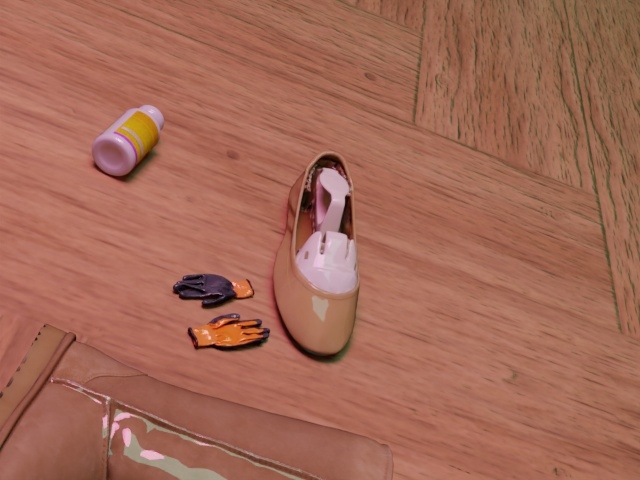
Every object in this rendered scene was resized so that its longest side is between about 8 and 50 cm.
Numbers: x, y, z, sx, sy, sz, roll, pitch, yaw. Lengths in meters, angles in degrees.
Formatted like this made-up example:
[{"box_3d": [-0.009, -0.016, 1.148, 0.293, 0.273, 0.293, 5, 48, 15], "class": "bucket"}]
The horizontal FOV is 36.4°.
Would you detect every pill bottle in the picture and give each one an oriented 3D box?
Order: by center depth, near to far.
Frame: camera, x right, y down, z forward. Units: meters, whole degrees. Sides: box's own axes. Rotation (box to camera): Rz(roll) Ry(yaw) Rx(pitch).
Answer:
[{"box_3d": [-0.181, -0.099, 0.930, 0.043, 0.043, 0.083, 27, 38, 2], "class": "pill bottle"}]

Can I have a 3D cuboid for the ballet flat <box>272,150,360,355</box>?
[{"box_3d": [0.000, 0.000, 0.893, 0.080, 0.073, 0.232, 13, 40, -15], "class": "ballet flat"}]

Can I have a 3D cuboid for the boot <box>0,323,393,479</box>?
[{"box_3d": [-0.090, 0.174, 0.629, 0.270, 0.089, 0.236, 23, 38, -6], "class": "boot"}]

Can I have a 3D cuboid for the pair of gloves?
[{"box_3d": [-0.084, 0.058, 0.828, 0.074, 0.010, 0.083, 0, 44, -29], "class": "pair of gloves"}]
